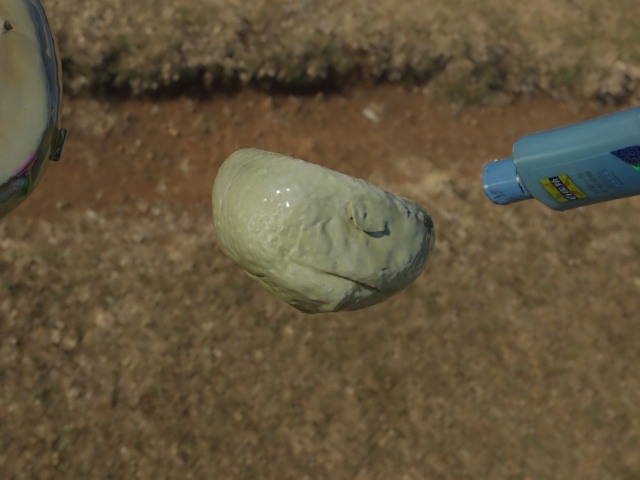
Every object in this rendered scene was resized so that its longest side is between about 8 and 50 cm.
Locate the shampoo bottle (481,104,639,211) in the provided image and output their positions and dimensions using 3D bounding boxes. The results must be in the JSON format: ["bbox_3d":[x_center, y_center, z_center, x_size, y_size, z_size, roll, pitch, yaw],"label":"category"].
[{"bbox_3d":[0.277,-0.080,1.611,0.104,0.258,0.061,44,58,-25],"label":"shampoo bottle"}]

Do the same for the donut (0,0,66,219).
[{"bbox_3d":[-0.410,-0.164,1.523,0.307,0.150,0.371,4,74,-32],"label":"donut"}]

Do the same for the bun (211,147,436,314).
[{"bbox_3d":[0.000,0.000,1.550,0.243,0.153,0.244,15,4,-1],"label":"bun"}]
